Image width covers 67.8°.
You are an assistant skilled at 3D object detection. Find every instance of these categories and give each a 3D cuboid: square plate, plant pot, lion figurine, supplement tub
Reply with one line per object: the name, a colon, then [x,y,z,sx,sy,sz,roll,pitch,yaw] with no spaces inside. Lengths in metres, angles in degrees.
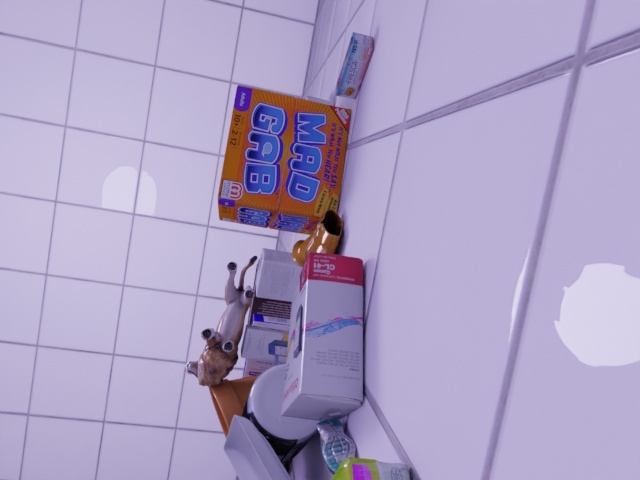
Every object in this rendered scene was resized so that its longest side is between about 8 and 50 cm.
square plate: [-0.111,0.587,1.105,0.344,0.049,0.347,52,148,21]
plant pot: [-0.210,0.558,1.522,0.291,0.204,0.290,51,152,42]
lion figurine: [-0.278,0.253,1.465,0.240,0.142,0.392,105,-170,-64]
supplement tub: [-0.109,0.467,1.252,0.316,0.194,0.193,113,164,-52]

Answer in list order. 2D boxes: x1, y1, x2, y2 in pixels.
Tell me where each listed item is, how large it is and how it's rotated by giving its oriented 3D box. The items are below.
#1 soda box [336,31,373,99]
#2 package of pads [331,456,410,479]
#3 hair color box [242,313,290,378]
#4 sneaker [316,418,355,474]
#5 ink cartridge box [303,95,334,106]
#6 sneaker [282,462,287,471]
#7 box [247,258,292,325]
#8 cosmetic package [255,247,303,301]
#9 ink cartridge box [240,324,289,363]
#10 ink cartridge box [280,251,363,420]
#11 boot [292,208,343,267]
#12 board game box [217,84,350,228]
soda box: [0.096,-0.498,1.372,0.183,0.063,0.058,113,164,-54]
package of pads: [0.045,0.458,0.637,0.229,0.101,0.296,-94,17,-52]
hair color box: [-0.177,0.446,1.695,0.110,0.185,0.338,-155,75,-80]
sneaker: [0.033,0.414,0.920,0.166,0.065,0.076,-131,34,-82]
ink cartridge box: [-0.036,-0.426,1.919,0.197,0.114,0.272,-125,44,-78]
sneaker: [-0.184,0.784,1.581,0.111,0.130,0.297,-89,14,-51]
box: [-0.189,0.282,1.918,0.143,0.191,0.381,129,150,-72]
cosmetic package: [-0.139,0.129,1.778,0.151,0.184,0.151,-116,37,-74]
ink cartridge box: [-0.137,0.329,1.500,0.154,0.213,0.093,153,129,-79]
ink cartridge box: [0.004,0.211,1.031,0.226,0.131,0.306,115,163,-57]
boot: [-0.001,0.000,1.403,0.295,0.104,0.211,-111,36,-62]
board game box: [-0.133,-0.238,1.579,0.356,0.357,0.356,146,133,-77]
